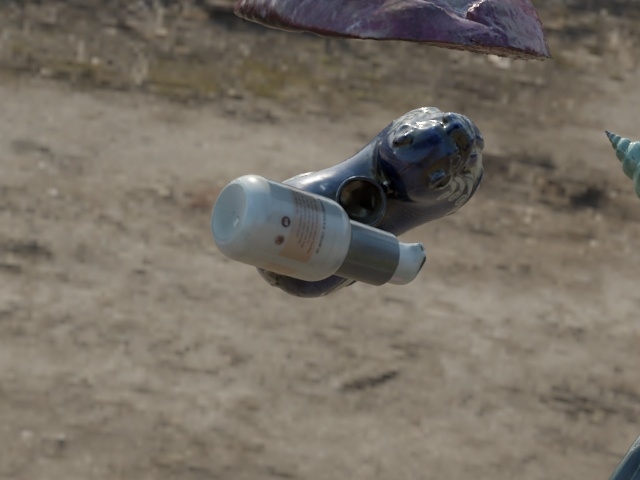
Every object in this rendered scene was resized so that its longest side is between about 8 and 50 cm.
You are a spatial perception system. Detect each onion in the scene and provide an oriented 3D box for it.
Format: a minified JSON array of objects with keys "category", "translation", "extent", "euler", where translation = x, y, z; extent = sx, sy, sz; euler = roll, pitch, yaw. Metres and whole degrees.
[{"category":"onion","translation":[0.081,-0.222,1.458],"extent":[0.250,0.111,0.247],"euler":[4,8,-34]}]

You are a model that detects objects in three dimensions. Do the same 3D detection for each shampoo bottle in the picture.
[{"category":"shampoo bottle","translation":[0.000,0.000,1.400],"extent":[0.192,0.074,0.074],"euler":[17,12,-36]}]

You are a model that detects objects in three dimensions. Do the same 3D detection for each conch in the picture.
[{"category":"conch","translation":[0.393,-0.072,1.861],"extent":[0.180,0.088,0.065],"euler":[40,-11,10]}]

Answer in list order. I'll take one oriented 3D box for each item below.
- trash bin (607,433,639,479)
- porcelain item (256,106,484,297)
[{"category":"trash bin","translation":[0.343,0.276,1.720],"extent":[0.101,0.177,0.236],"euler":[32,-14,14]},{"category":"porcelain item","translation":[0.052,-0.041,1.799],"extent":[0.288,0.138,0.186],"euler":[-30,-1,3]}]
